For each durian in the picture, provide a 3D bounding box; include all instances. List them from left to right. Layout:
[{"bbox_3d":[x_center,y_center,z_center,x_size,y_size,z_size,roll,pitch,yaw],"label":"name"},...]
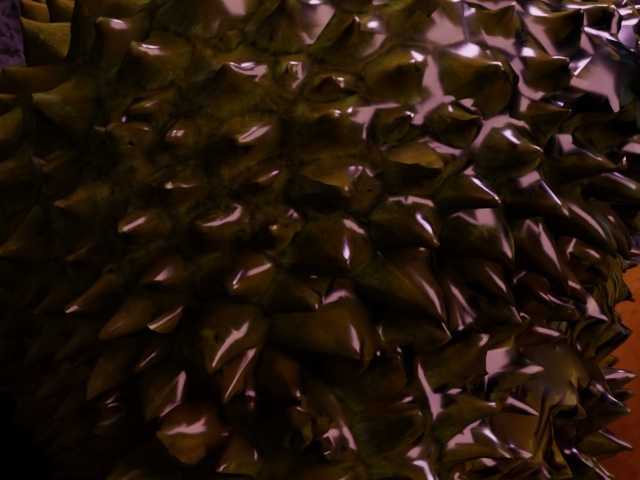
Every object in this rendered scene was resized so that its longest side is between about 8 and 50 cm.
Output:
[{"bbox_3d":[-0.004,-0.001,0.491,0.291,0.225,0.291,-40,137,-52],"label":"durian"}]

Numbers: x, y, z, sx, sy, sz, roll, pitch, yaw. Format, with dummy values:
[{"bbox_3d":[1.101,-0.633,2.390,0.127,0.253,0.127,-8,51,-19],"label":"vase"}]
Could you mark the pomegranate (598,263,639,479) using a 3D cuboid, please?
[{"bbox_3d":[0.205,0.129,0.680,0.264,0.264,0.264,41,35,-37],"label":"pomegranate"}]
